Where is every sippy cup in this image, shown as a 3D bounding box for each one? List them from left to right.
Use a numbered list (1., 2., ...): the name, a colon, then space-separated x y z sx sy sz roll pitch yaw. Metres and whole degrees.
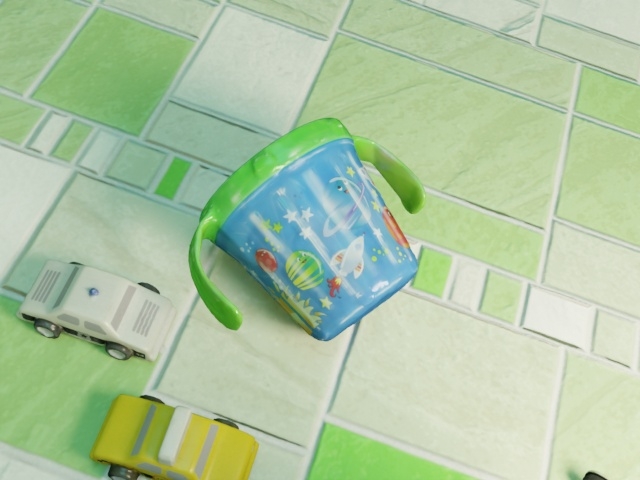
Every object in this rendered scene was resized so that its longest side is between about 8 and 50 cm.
1. sippy cup: 0.000 0.000 0.988 0.305 0.240 0.224 -38 80 5

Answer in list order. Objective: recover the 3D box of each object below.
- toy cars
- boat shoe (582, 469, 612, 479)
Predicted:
1. toy cars: -0.223 0.155 0.917 0.176 0.087 0.393 -26 67 -24
2. boat shoe: 0.365 0.344 0.933 0.042 0.049 0.133 -23 70 -31
